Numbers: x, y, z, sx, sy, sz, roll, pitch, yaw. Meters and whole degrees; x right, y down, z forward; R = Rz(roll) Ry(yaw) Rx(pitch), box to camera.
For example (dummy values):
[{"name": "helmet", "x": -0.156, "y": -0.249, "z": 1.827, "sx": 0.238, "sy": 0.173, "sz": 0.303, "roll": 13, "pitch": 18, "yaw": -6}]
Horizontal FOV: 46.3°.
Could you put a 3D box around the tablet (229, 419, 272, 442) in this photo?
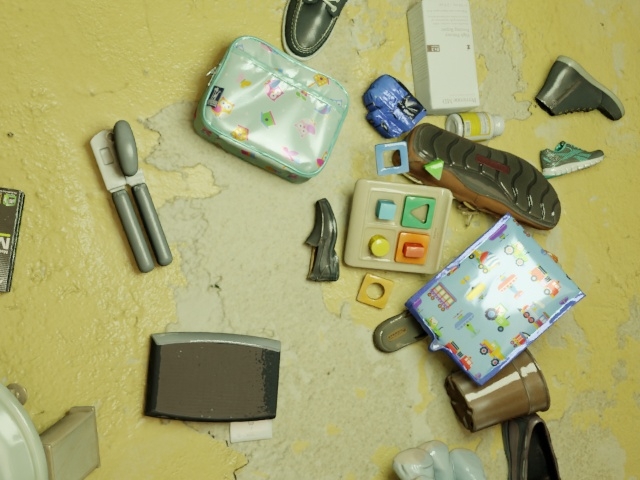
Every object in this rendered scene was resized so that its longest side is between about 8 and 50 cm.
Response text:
[{"name": "tablet", "x": -0.136, "y": 0.364, "z": 1.462, "sx": 0.083, "sy": 0.006, "sz": 0.054, "roll": -2, "pitch": 88, "yaw": -18}]

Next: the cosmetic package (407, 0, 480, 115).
[{"name": "cosmetic package", "x": 0.260, "y": -0.386, "z": 1.588, "sx": 0.117, "sy": 0.085, "sz": 0.231, "roll": -7, "pitch": 88, "yaw": -18}]

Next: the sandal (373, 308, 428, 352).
[{"name": "sandal", "x": 0.209, "y": 0.161, "z": 1.555, "sx": 0.219, "sy": 0.060, "sz": 0.090, "roll": -27, "pitch": 96, "yaw": -17}]

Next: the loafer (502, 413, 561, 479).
[{"name": "loafer", "x": 0.464, "y": 0.509, "z": 1.601, "sx": 0.109, "sy": 0.095, "sz": 0.302, "roll": -14, "pitch": 91, "yaw": -18}]

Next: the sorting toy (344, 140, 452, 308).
[{"name": "sorting toy", "x": 0.155, "y": -0.021, "z": 1.488, "sx": 0.196, "sy": 0.047, "sz": 0.347, "roll": 7, "pitch": 105, "yaw": -5}]

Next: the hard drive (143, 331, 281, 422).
[{"name": "hard drive", "x": -0.198, "y": 0.262, "z": 1.421, "sx": 0.255, "sy": 0.054, "sz": 0.172, "roll": 6, "pitch": 84, "yaw": -17}]

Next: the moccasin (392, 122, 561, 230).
[{"name": "moccasin", "x": 0.332, "y": -0.116, "z": 1.579, "sx": 0.380, "sy": 0.147, "sz": 0.139, "roll": 17, "pitch": 68, "yaw": -13}]

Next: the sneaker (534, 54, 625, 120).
[{"name": "sneaker", "x": 0.585, "y": -0.311, "z": 1.702, "sx": 0.222, "sy": 0.083, "sz": 0.118, "roll": 32, "pitch": 97, "yaw": -21}]

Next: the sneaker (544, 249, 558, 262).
[{"name": "sneaker", "x": 0.434, "y": 0.041, "z": 1.638, "sx": 0.175, "sy": 0.064, "sz": 0.067, "roll": 7, "pitch": 88, "yaw": -7}]

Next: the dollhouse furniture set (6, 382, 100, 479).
[{"name": "dollhouse furniture set", "x": -0.586, "y": 0.389, "z": 1.298, "sx": 0.356, "sy": 0.174, "sz": 0.303, "roll": -3, "pitch": 96, "yaw": 9}]

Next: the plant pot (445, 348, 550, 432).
[{"name": "plant pot", "x": 0.359, "y": 0.308, "z": 1.552, "sx": 0.165, "sy": 0.167, "sz": 0.167, "roll": -21, "pitch": 94, "yaw": -10}]

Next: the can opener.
[{"name": "can opener", "x": -0.347, "y": -0.077, "z": 1.377, "sx": 0.074, "sy": 0.093, "sz": 0.280, "roll": -20, "pitch": 98, "yaw": -19}]

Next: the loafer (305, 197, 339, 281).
[{"name": "loafer", "x": 0.000, "y": 0.000, "z": 1.497, "sx": 0.061, "sy": 0.062, "sz": 0.170, "roll": -5, "pitch": 87, "yaw": -13}]

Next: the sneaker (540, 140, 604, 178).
[{"name": "sneaker", "x": 0.568, "y": -0.192, "z": 1.690, "sx": 0.166, "sy": 0.065, "sz": 0.076, "roll": -15, "pitch": 88, "yaw": -20}]

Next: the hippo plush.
[{"name": "hippo plush", "x": 0.245, "y": 0.565, "z": 1.502, "sx": 0.294, "sy": 0.234, "sz": 0.236, "roll": 24, "pitch": 111, "yaw": -1}]

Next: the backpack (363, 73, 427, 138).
[{"name": "backpack", "x": 0.143, "y": -0.275, "z": 1.537, "sx": 0.101, "sy": 0.098, "sz": 0.120, "roll": -45, "pitch": 101, "yaw": -11}]

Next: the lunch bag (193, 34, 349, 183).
[{"name": "lunch bag", "x": -0.095, "y": -0.259, "z": 1.453, "sx": 0.279, "sy": 0.108, "sz": 0.224, "roll": 26, "pitch": 80, "yaw": -15}]

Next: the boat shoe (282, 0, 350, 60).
[{"name": "boat shoe", "x": 0.009, "y": -0.509, "z": 1.507, "sx": 0.114, "sy": 0.091, "sz": 0.302, "roll": 20, "pitch": 81, "yaw": -16}]

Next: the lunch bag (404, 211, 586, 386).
[{"name": "lunch bag", "x": 0.332, "y": 0.129, "z": 1.495, "sx": 0.293, "sy": 0.138, "sz": 0.221, "roll": -39, "pitch": 78, "yaw": -10}]

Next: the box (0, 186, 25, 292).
[{"name": "box", "x": -0.628, "y": -0.010, "z": 1.302, "sx": 0.191, "sy": 0.045, "sz": 0.184, "roll": 9, "pitch": 82, "yaw": -17}]

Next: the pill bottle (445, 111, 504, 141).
[{"name": "pill bottle", "x": 0.334, "y": -0.245, "z": 1.613, "sx": 0.116, "sy": 0.065, "sz": 0.065, "roll": -6, "pitch": 89, "yaw": -18}]

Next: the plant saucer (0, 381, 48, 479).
[{"name": "plant saucer", "x": -0.631, "y": 0.377, "z": 1.165, "sx": 0.401, "sy": 0.100, "sz": 0.400, "roll": 1, "pitch": 97, "yaw": 8}]
